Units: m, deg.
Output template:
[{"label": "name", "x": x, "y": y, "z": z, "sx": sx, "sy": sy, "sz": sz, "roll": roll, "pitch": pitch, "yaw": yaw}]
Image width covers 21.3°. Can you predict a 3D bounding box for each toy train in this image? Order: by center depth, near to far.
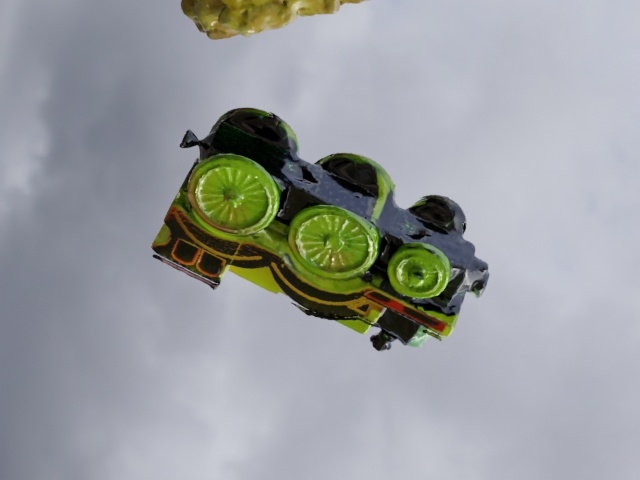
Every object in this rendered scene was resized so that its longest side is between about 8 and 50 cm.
[{"label": "toy train", "x": 0.000, "y": 0.000, "z": 1.514, "sx": 0.160, "sy": 0.296, "sz": 0.100, "roll": -62, "pitch": -177, "yaw": 37}]

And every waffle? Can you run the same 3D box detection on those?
[{"label": "waffle", "x": -0.022, "y": -0.231, "z": 1.476, "sx": 0.160, "sy": 0.211, "sz": 0.055, "roll": -86, "pitch": 156, "yaw": -65}]
